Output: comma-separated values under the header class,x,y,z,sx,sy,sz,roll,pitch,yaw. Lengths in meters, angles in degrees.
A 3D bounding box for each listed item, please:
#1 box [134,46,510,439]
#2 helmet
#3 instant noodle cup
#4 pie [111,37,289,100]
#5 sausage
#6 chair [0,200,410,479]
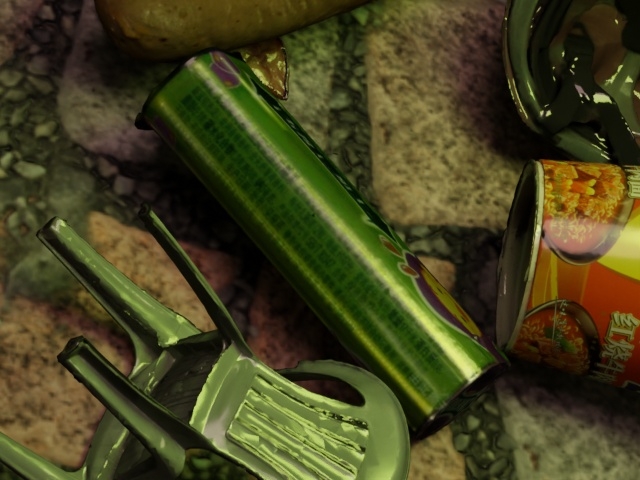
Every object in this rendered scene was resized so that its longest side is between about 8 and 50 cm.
class,x,y,z,sx,sy,sz,roll,pitch,yaw
box,0.000,0.000,1.539,0.097,0.134,0.345,-43,79,9
helmet,0.323,-0.172,1.693,0.338,0.271,0.197,23,24,-3
instant noodle cup,0.240,0.027,1.570,0.174,0.213,0.213,9,57,-2
pie,-0.101,-0.181,1.664,0.170,0.034,0.092,16,60,-9
sausage,0.013,-0.261,1.675,0.501,0.123,0.136,-26,28,-37
chair,-0.094,0.120,1.403,0.275,0.190,0.203,43,51,-27
